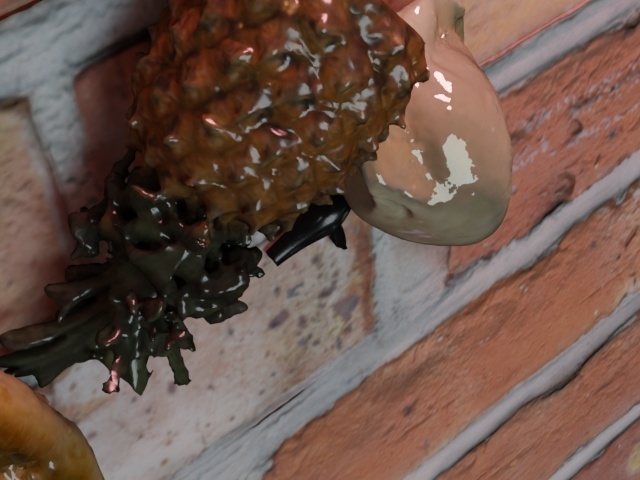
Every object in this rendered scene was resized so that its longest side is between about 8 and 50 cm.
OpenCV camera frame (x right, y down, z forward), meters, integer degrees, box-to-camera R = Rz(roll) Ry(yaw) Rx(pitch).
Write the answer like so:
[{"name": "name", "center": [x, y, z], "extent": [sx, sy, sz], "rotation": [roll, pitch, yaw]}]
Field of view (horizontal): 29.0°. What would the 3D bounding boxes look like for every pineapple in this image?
[{"name": "pineapple", "center": [-0.082, -0.023, 0.771], "extent": [0.340, 0.169, 0.169], "rotation": [-54, 144, 10]}]

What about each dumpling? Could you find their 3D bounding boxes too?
[{"name": "dumpling", "center": [0.089, -0.087, 0.935], "extent": [0.252, 0.131, 0.179], "rotation": [26, 68, -61]}]

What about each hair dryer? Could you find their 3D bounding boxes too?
[{"name": "hair dryer", "center": [0.000, 0.000, 0.977], "extent": [0.079, 0.031, 0.083], "rotation": [-41, 150, -2]}]

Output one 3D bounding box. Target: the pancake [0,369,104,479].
[{"name": "pancake", "center": [-0.299, 0.234, 0.774], "extent": [0.387, 0.082, 0.387], "rotation": [-23, 132, -27]}]
